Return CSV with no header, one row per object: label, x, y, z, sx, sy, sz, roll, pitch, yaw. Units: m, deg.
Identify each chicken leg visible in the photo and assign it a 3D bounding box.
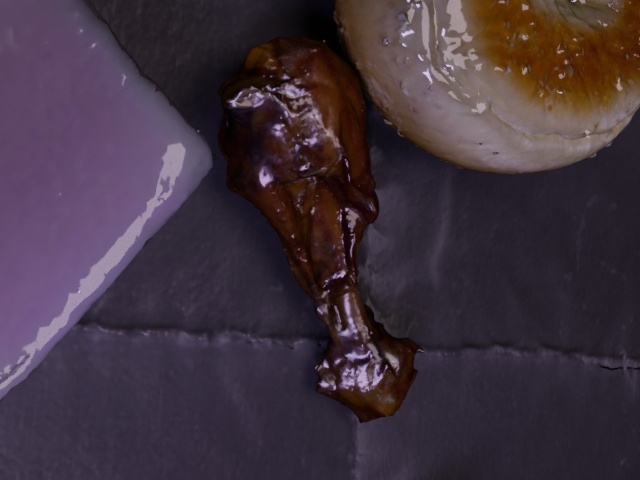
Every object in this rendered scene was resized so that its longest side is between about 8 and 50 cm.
chicken leg,0.000,0.000,0.750,0.113,0.093,0.304,-21,111,-16

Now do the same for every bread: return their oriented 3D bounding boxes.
bread,0.134,-0.194,0.793,0.306,0.159,0.305,-3,96,-36

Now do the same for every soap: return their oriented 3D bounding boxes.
soap,-0.238,-0.048,0.515,0.285,0.107,0.296,-47,124,-16
